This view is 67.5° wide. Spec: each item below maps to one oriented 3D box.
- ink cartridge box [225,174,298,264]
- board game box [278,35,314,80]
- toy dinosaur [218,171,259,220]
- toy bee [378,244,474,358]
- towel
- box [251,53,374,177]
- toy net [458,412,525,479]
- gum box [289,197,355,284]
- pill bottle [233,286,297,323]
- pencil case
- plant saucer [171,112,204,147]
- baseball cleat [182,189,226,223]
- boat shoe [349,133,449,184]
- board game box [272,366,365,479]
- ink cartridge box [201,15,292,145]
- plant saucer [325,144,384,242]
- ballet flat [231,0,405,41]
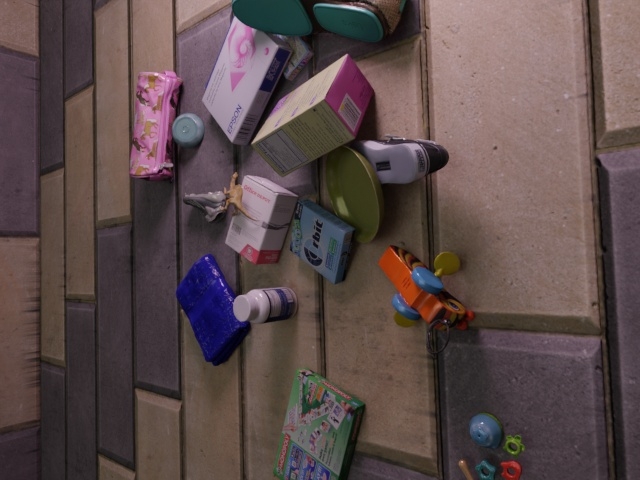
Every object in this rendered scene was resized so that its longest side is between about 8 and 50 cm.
[{"bbox_3d":[-0.173,-0.060,1.384,0.158,0.092,0.218,31,110,38],"label":"ink cartridge box"},{"bbox_3d":[-0.088,-0.550,1.363,0.103,0.026,0.154,-40,65,33],"label":"board game box"},{"bbox_3d":[-0.241,-0.110,1.350,0.092,0.053,0.183,-41,61,32],"label":"toy dinosaur"},{"bbox_3d":[0.234,0.137,1.016,0.195,0.162,0.298,-44,38,40],"label":"toy bee"},{"bbox_3d":[-0.360,0.224,1.549,0.308,0.076,0.228,52,121,28],"label":"towel"},{"bbox_3d":[-0.016,-0.300,1.168,0.243,0.117,0.213,-21,34,37],"label":"box"},{"bbox_3d":[0.339,0.476,0.969,0.122,0.045,0.232,16,101,38],"label":"toy net"},{"bbox_3d":[0.000,0.000,1.240,0.184,0.041,0.157,36,130,36],"label":"gum box"},{"bbox_3d":[-0.151,0.178,1.309,0.094,0.169,0.094,-1,88,41],"label":"pill bottle"},{"bbox_3d":[-0.585,-0.404,1.703,0.167,0.160,0.386,6,93,7],"label":"pencil case"},{"bbox_3d":[-0.458,-0.379,1.640,0.119,0.021,0.119,0,92,6],"label":"plant saucer"},{"bbox_3d":[-0.387,-0.108,1.583,0.206,0.072,0.109,-1,95,44],"label":"baseball cleat"},{"bbox_3d":[0.166,-0.186,1.084,0.306,0.105,0.113,8,112,66],"label":"boat shoe"},{"bbox_3d":[-0.011,0.528,1.264,0.213,0.046,0.317,21,103,40],"label":"board game box"},{"bbox_3d":[-0.257,-0.519,1.461,0.330,0.071,0.324,51,125,29],"label":"ink cartridge box"},{"bbox_3d":[0.085,-0.113,1.139,0.241,0.037,0.241,50,151,41],"label":"plant saucer"},{"bbox_3d":[0.000,-0.612,1.213,0.482,0.164,0.182,19,72,29],"label":"ballet flat"}]
